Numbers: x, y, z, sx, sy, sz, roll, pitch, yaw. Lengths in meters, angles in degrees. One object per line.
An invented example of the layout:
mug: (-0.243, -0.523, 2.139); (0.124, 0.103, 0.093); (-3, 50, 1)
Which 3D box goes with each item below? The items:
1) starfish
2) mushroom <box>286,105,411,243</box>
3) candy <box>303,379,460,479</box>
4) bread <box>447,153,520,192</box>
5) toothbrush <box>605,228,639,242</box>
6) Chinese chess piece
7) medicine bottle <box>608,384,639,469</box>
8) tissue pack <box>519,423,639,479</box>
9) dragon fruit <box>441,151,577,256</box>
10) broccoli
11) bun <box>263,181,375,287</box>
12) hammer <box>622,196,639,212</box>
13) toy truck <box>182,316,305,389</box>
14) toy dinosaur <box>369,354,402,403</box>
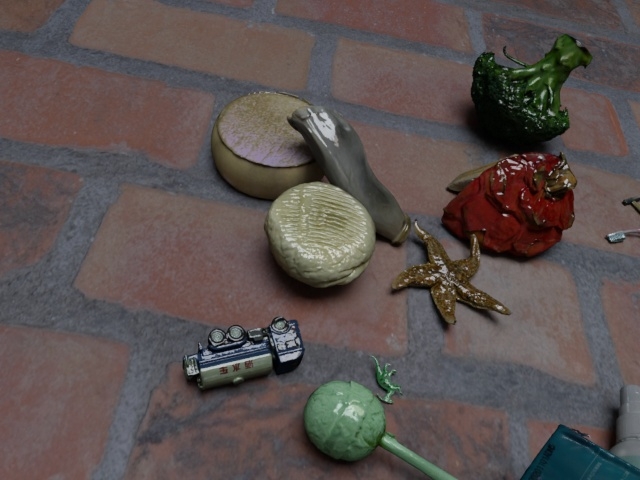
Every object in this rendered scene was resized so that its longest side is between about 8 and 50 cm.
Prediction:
starfish: (0.253, 0.070, 1.210); (0.235, 0.062, 0.277); (-25, 62, -30)
mushroom: (0.066, -0.133, 1.243); (0.351, 0.097, 0.109); (53, 46, -11)
candy: (0.173, 0.353, 0.929); (0.439, 0.119, 0.119); (29, 49, 4)
bread: (0.372, -0.155, 1.379); (0.105, 0.152, 0.077); (40, 51, 15)
toothbrush: (0.796, -0.022, 1.428); (0.269, 0.021, 0.027); (-7, 66, -11)
Chinese chess piece: (-0.107, -0.214, 1.342); (0.269, 0.112, 0.270); (6, 49, -7)
medicine bottle: (0.506, 0.388, 0.954); (0.110, 0.110, 0.352); (19, 48, 4)
tissue pack: (0.335, 0.421, 0.811); (0.271, 0.134, 0.192); (-43, 46, -20)
dragon fruit: (0.445, -0.071, 1.282); (0.316, 0.205, 0.152); (-8, 52, -18)
broccoli: (0.527, -0.388, 1.537); (0.297, 0.297, 0.298); (37, 20, -16)
bun: (0.000, 0.000, 1.165); (0.220, 0.134, 0.221); (7, 55, -10)
hammer: (0.821, -0.034, 1.465); (0.062, 0.013, 0.199); (-14, 54, -23)
toy truck: (-0.126, 0.190, 1.007); (0.201, 0.074, 0.088); (-9, 57, -20)
toy dinosaur: (0.107, 0.244, 1.051); (0.083, 0.021, 0.062); (28, 62, 11)
